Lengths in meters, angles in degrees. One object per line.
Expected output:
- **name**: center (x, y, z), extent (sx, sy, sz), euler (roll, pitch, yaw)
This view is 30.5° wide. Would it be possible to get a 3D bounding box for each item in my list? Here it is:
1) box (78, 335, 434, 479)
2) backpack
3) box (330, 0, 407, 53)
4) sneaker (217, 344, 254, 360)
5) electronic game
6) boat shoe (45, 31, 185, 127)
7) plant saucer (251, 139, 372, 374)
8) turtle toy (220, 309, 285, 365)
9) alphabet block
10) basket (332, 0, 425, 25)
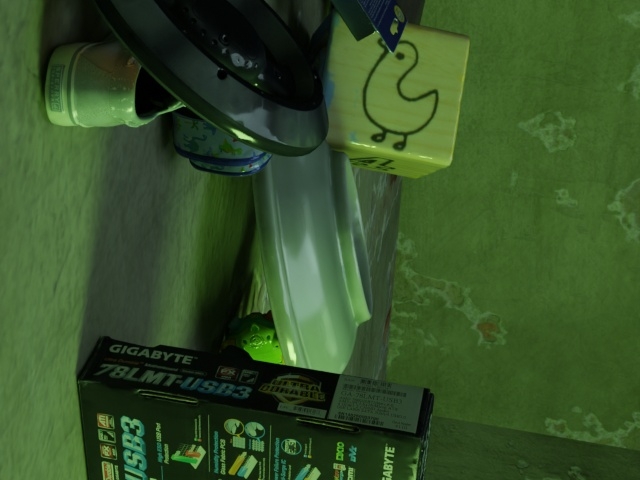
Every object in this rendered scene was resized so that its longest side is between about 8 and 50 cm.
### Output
- **box**: center (-0.059, 0.238, 1.052), extent (0.073, 0.293, 0.295), euler (-66, 162, -55)
- **backpack**: center (-0.089, -0.110, 1.139), extent (0.114, 0.105, 0.084), euler (-57, 153, -58)
- **box**: center (0.032, -0.346, 1.506), extent (0.225, 0.036, 0.136), euler (54, 27, -18)
- **sneaker**: center (-0.098, 0.262, 1.342), extent (0.112, 0.131, 0.319), euler (86, 15, -49)
- **electronic game**: center (-0.082, -0.152, 0.877), extent (0.048, 0.229, 0.229), euler (-43, -173, 23)
- **boat shoe**: center (-0.134, -0.123, 0.910), extent (0.227, 0.081, 0.079), euler (-52, 149, -72)
- **plant saucer**: center (0.000, 0.000, 1.463), extent (0.400, 0.101, 0.400), euler (-9, 90, -84)
- **turtle toy**: center (-0.079, 0.132, 1.511), extent (0.130, 0.095, 0.066), euler (84, -4, -60)
- **alphabet block**: center (0.082, -0.203, 1.670), extent (0.193, 0.197, 0.192), euler (173, -75, -80)
- **basket**: center (0.088, -0.338, 1.906), extent (0.204, 0.154, 0.226), euler (-68, 167, -52)
